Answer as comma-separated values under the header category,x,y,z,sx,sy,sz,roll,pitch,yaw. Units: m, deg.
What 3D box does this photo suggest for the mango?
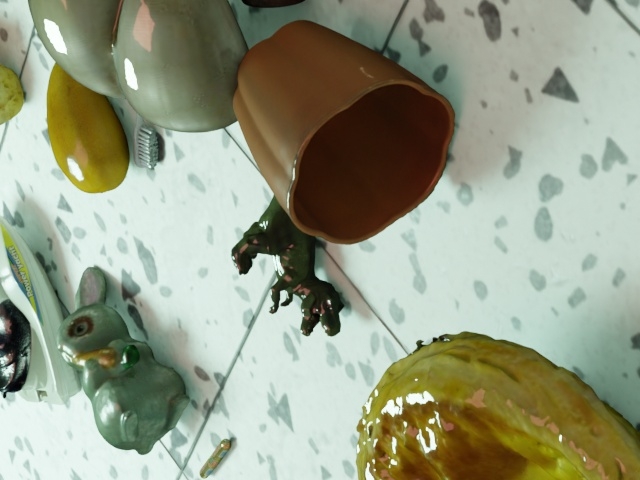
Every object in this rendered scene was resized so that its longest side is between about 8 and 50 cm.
category,x,y,z,sx,sy,sz,roll,pitch,yaw
mango,-0.291,-0.142,2.141,0.102,0.085,0.184,-35,73,51

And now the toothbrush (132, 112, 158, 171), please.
category,x,y,z,sx,sy,sz,roll,pitch,yaw
toothbrush,-0.207,-0.243,2.035,0.029,0.024,0.354,23,124,37

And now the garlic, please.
category,x,y,z,sx,sy,sz,roll,pitch,yaw
garlic,-0.156,-0.269,1.785,0.231,0.246,0.340,22,121,39

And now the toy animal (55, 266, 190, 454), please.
category,x,y,z,sx,sy,sz,roll,pitch,yaw
toy animal,-0.274,0.147,2.235,0.127,0.125,0.251,-47,60,20

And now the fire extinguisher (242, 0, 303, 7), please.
category,x,y,z,sx,sy,sz,roll,pitch,yaw
fire extinguisher,-0.038,-0.349,1.746,0.099,0.071,0.231,8,114,19

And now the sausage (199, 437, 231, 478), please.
category,x,y,z,sx,sy,sz,roll,pitch,yaw
sausage,-0.132,0.273,2.194,0.015,0.015,0.100,56,141,17

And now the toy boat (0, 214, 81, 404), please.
category,x,y,z,sx,sy,sz,roll,pitch,yaw
toy boat,-0.424,0.104,2.389,0.141,0.141,0.269,-4,118,52

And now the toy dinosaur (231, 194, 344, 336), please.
category,x,y,z,sx,sy,sz,roll,pitch,yaw
toy dinosaur,0.000,0.000,1.900,0.179,0.087,0.187,-27,102,17

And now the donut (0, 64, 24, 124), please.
category,x,y,z,sx,sy,sz,roll,pitch,yaw
donut,-0.487,-0.262,2.314,0.152,0.101,0.259,-2,106,52

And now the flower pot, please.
category,x,y,z,sx,sy,sz,roll,pitch,yaw
flower pot,0.009,-0.121,1.711,0.173,0.191,0.190,50,140,38

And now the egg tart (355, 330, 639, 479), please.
category,x,y,z,sx,sy,sz,roll,pitch,yaw
egg tart,0.207,0.282,1.641,0.443,0.178,0.443,29,128,44
